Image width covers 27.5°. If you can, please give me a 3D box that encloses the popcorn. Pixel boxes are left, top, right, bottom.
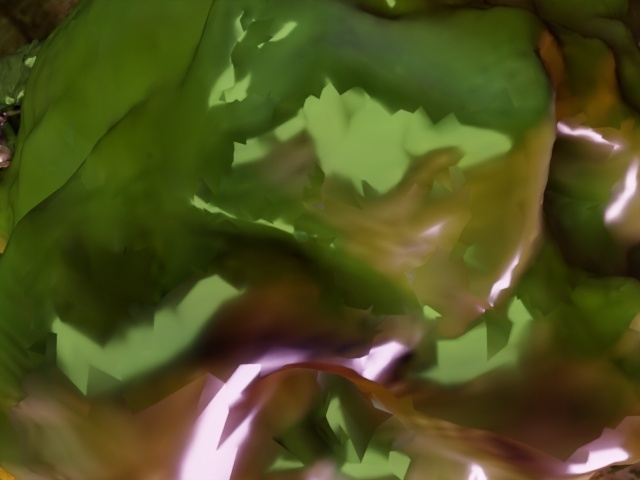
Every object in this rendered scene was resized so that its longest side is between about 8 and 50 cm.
[{"bbox_3d":[0.010,-0.007,0.546,0.312,0.312,0.312,10,112,26],"label":"popcorn"}]

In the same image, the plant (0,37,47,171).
[{"bbox_3d":[-0.188,-0.057,0.729,0.104,0.122,0.116,48,131,20],"label":"plant"}]

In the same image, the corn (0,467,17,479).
[{"bbox_3d":[-0.231,0.115,0.827,0.260,0.091,0.091,-14,141,32],"label":"corn"}]
